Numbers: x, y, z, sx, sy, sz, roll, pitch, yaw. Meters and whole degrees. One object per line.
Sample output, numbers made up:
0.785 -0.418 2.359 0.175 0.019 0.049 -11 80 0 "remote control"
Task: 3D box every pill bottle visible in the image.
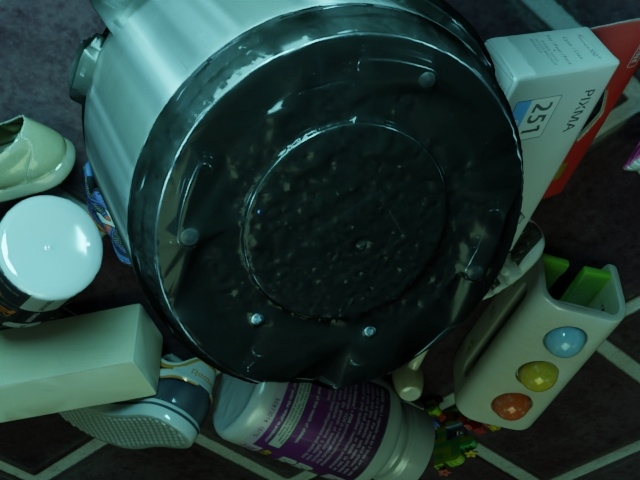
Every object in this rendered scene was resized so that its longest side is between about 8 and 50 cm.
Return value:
-0.367 0.037 1.456 0.130 0.130 0.246 21 157 -20 "pill bottle"
0.010 0.257 1.684 0.301 0.169 0.169 25 133 -20 "pill bottle"

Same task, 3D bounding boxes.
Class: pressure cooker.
-0.047 -0.102 1.135 0.376 0.420 0.370 -4 115 -19 "pressure cooker"

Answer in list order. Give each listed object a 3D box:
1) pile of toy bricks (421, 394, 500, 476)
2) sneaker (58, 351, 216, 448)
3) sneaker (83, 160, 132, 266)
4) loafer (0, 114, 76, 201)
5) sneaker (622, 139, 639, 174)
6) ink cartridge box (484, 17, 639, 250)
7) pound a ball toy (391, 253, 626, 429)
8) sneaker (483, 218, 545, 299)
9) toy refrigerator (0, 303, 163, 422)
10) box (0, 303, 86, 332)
0.196 0.311 1.788 0.212 0.105 0.118 -24 132 26 "pile of toy bricks"
-0.266 0.232 1.718 0.321 0.127 0.126 -5 138 45 "sneaker"
-0.229 -0.038 1.363 0.083 0.221 0.087 -33 126 -22 "sneaker"
-0.428 -0.086 1.383 0.268 0.102 0.092 -19 133 9 "loafer"
0.423 -0.101 1.246 0.111 0.103 0.252 34 176 1 "sneaker"
0.243 -0.105 1.269 0.261 0.066 0.296 -14 145 -29 "ink cartridge box"
0.248 0.152 1.590 0.208 0.135 0.319 14 136 -13 "pound a ball toy"
0.168 0.045 1.499 0.292 0.110 0.118 -30 167 32 "sneaker"
-0.363 0.177 1.621 0.269 0.102 0.094 -12 136 12 "toy refrigerator"
-0.408 0.117 1.652 0.116 0.029 0.162 -31 130 30 "box"
